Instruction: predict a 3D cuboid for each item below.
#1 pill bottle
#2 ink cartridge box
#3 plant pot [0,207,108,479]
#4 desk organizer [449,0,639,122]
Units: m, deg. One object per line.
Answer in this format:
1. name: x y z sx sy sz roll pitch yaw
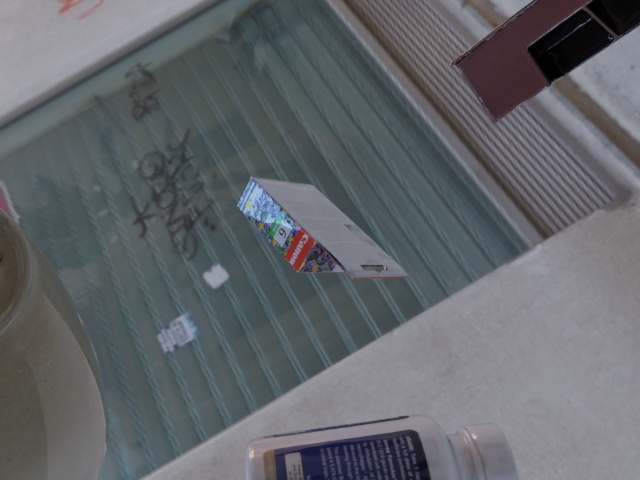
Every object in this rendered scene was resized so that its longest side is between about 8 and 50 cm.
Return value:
1. pill bottle: 0.039 0.168 0.456 0.094 0.170 0.094 173 90 -86
2. ink cartridge box: 0.000 0.000 0.470 0.063 0.029 0.115 2 -145 -47
3. plant pot: -0.273 0.092 0.487 0.256 0.257 0.274 59 147 21
4. desk organizer: 0.154 -0.133 0.437 0.050 0.130 0.047 56 -144 0
